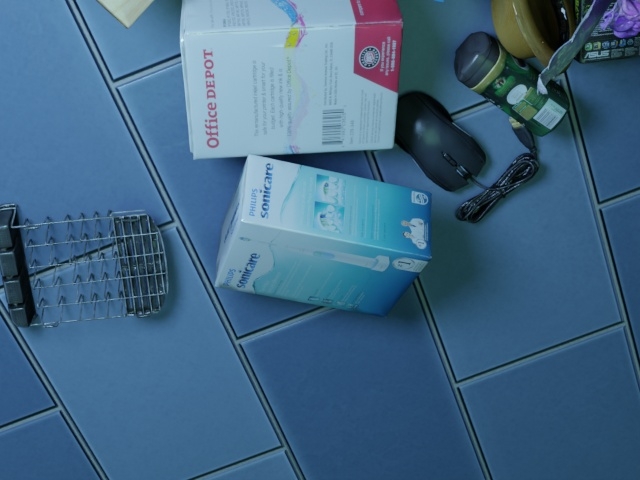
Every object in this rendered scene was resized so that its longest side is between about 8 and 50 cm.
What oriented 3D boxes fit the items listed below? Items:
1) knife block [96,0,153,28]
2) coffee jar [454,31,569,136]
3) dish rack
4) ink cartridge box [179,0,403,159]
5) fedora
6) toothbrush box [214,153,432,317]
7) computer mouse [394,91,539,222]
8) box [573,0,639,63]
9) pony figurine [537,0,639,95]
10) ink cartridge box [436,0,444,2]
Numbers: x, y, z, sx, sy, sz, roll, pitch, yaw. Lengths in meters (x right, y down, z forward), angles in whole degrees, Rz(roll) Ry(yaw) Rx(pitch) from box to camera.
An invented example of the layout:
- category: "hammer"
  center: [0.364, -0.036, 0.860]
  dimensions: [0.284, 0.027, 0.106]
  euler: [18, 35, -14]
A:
- category: "knife block"
  center: [-0.178, -0.435, 1.293]
  dimensions: [0.088, 0.275, 0.242]
  euler: [42, 134, -22]
- category: "coffee jar"
  center: [0.292, -0.243, 1.513]
  dimensions: [0.184, 0.096, 0.079]
  euler: [31, 119, -19]
- category: "dish rack"
  center: [-0.385, 0.039, 1.585]
  dimensions: [0.271, 0.074, 0.208]
  euler: [-5, 117, -6]
- category: "ink cartridge box"
  center: [-0.044, -0.247, 1.425]
  dimensions: [0.306, 0.131, 0.226]
  euler: [-2, 134, -5]
- category: "fedora"
  center: [0.310, -0.335, 1.462]
  dimensions: [0.079, 0.194, 0.194]
  euler: [-13, 123, 40]
- category: "toothbrush box"
  center: [0.000, 0.000, 1.529]
  dimensions: [0.295, 0.126, 0.216]
  euler: [10, 149, -11]
- category: "computer mouse"
  center: [0.240, -0.152, 1.571]
  dimensions: [0.184, 0.060, 0.262]
  euler: [-37, 114, 12]
- category: "box"
  center: [0.485, -0.374, 1.504]
  dimensions: [0.191, 0.045, 0.184]
  euler: [-8, 114, -3]
- category: "pony figurine"
  center: [0.415, -0.379, 1.284]
  dimensions: [0.351, 0.363, 0.303]
  euler: [-53, 144, -19]
- category: "ink cartridge box"
  center: [0.070, -0.452, 1.346]
  dimensions: [0.233, 0.168, 0.171]
  euler: [11, 115, -12]
